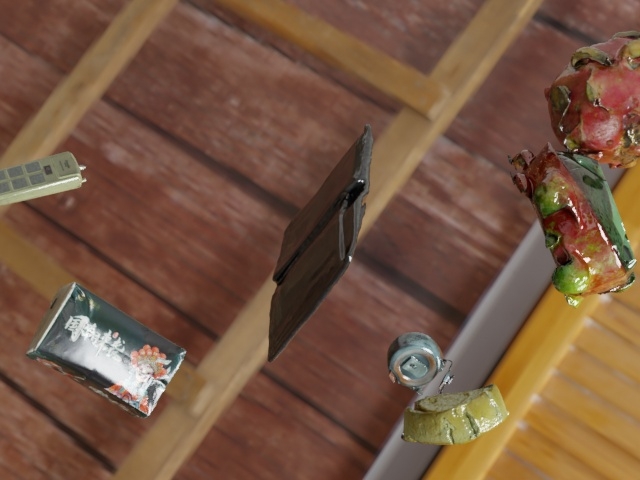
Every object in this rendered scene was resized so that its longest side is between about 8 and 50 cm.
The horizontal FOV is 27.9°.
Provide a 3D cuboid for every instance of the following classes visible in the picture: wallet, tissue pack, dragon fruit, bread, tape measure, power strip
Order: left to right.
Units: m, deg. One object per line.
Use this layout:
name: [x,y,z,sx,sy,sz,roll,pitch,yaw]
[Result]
power strip: [-0.473,-0.105,2.157,0.028,0.169,0.076,90,-23,-45]
tissue pack: [-0.268,0.137,1.602,0.170,0.103,0.090,33,-16,-18]
wallet: [0.000,0.000,1.866,0.041,0.247,0.323,28,34,-18]
tape measure: [0.163,0.250,2.248,0.107,0.104,0.179,35,38,-18]
bread: [0.189,0.250,1.831,0.156,0.118,0.064,-17,-90,55]
dragon fruit: [0.390,-0.028,1.977,0.295,0.130,0.268,-97,162,-49]
dragon fruit: [0.574,-0.270,2.408,0.269,0.250,0.291,2,-14,-40]
